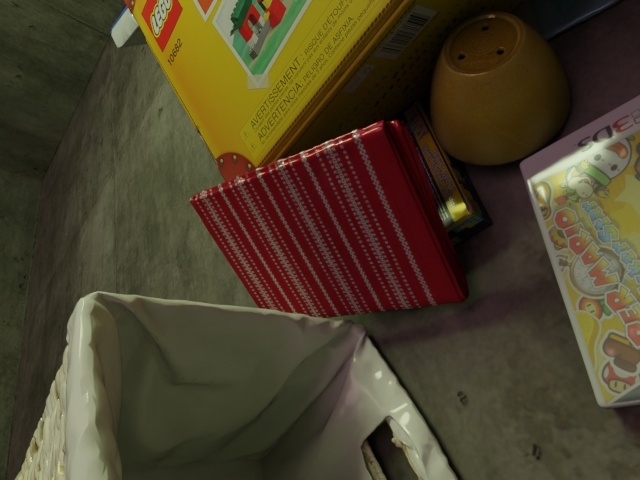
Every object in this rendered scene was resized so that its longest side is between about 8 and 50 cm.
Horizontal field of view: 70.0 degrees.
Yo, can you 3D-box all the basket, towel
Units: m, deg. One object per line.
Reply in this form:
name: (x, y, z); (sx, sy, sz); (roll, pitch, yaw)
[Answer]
basket: (-0.074, 0.258, 0.399); (0.266, 0.331, 0.328); (-55, 42, 22)
towel: (0.000, 0.000, 0.491); (0.274, 0.199, 0.031); (-12, 26, 36)

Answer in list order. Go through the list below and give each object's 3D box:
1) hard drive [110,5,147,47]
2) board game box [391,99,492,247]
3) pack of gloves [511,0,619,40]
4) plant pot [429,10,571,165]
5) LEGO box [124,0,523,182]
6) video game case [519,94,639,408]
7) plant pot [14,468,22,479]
hard drive: (-0.200, -0.439, 0.845); (0.210, 0.318, 0.040); (-11, 107, 47)
board game box: (0.098, -0.054, 0.534); (0.141, 0.048, 0.170); (-37, 51, 32)
pack of gloves: (0.229, -0.301, 0.479); (0.232, 0.046, 0.195); (-25, 59, 41)
plant pot: (0.160, -0.153, 0.430); (0.134, 0.095, 0.134); (-11, 65, 24)
LEGO box: (0.009, -0.336, 0.486); (0.500, 0.193, 0.372); (-41, 74, 40)
video game case: (0.268, -0.013, 0.325); (0.206, 0.026, 0.227); (-33, 53, 44)
plant pot: (-0.295, 0.456, 0.675); (0.256, 0.256, 0.274); (7, 99, 50)
